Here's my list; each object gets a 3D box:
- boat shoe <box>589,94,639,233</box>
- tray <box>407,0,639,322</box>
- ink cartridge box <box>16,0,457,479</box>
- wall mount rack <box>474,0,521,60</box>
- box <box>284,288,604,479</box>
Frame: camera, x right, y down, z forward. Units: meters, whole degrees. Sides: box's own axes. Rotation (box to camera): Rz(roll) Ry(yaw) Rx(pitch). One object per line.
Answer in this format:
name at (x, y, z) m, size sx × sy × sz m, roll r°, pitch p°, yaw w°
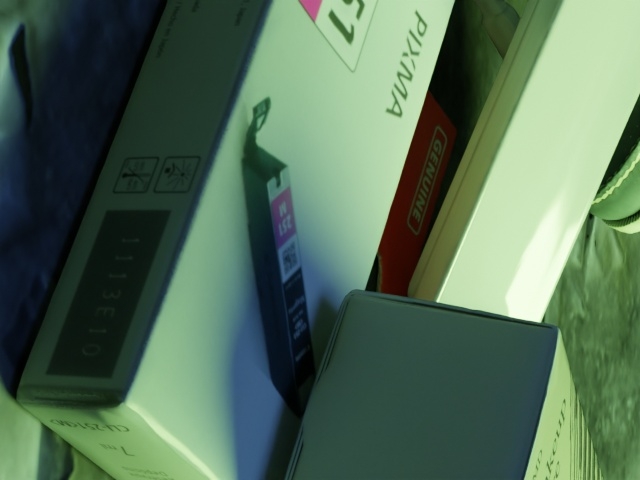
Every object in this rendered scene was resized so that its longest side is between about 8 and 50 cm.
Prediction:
boat shoe at (0.188, -0.156, 1.051) m, size 0.099 × 0.116 × 0.319 m, roll 10°, pitch 114°, yaw -22°
tray at (0.112, -0.064, 0.944) m, size 0.145 × 0.030 × 0.270 m, roll 6°, pitch 109°, yaw -62°
ink cartridge box at (0.000, 0.000, 0.834) m, size 0.239 × 0.060 × 0.275 m, roll 47°, pitch 53°, yaw -47°
wall mount rack at (0.100, -0.271, 0.929) m, size 0.304 × 0.130 × 0.350 m, roll 98°, pitch 17°, yaw -52°
box at (0.067, 0.135, 0.857) m, size 0.275 × 0.094 × 0.113 m, roll 63°, pitch 40°, yaw -59°
